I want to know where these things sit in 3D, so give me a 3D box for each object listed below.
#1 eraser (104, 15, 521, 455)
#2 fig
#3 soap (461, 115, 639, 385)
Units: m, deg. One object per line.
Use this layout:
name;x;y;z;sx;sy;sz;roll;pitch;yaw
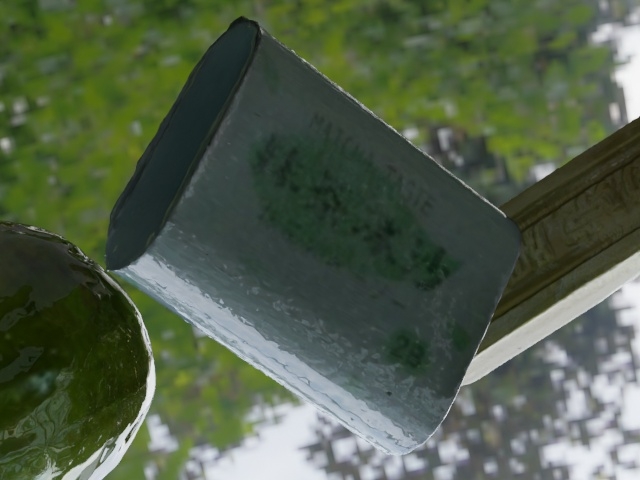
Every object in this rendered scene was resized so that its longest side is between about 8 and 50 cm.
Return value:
eraser;0.000;0.000;1.168;0.081;0.227;0.174;1;-121;60
fig;-0.247;0.092;1.322;0.233;0.233;0.314;-8;170;12
soap;0.167;0.002;1.298;0.252;0.037;0.092;-34;-130;20
